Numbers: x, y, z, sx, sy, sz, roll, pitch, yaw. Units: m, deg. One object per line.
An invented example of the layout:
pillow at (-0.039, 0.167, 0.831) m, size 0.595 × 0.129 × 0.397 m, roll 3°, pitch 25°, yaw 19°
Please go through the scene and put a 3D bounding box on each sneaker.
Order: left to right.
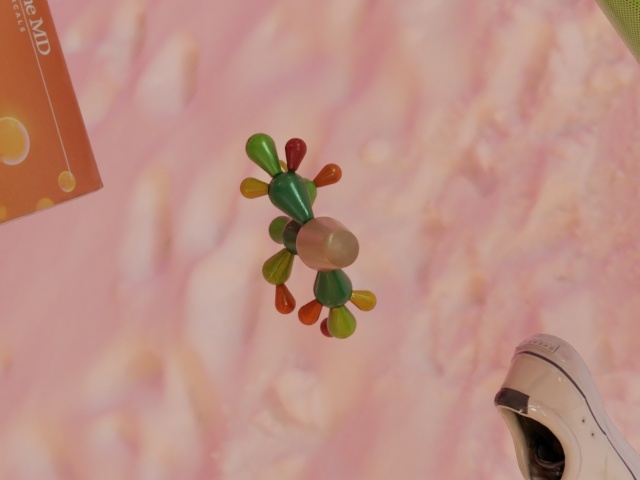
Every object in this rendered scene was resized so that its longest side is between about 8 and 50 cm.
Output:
sneaker at (0.226, 0.203, 1.072) m, size 0.091 × 0.258 × 0.094 m, roll -46°, pitch 26°, yaw -25°

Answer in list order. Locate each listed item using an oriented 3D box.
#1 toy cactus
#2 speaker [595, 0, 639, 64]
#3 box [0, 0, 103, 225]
toy cactus at (0.000, 0.000, 1.109) m, size 0.180 × 0.112 × 0.219 m, roll -163°, pitch 58°, yaw -71°
speaker at (0.247, -0.128, 0.704) m, size 0.131 × 0.296 × 0.131 m, roll -31°, pitch 32°, yaw 22°
box at (-0.347, -0.080, 0.780) m, size 0.168 × 0.345 × 0.215 m, roll -8°, pitch 102°, yaw 39°
